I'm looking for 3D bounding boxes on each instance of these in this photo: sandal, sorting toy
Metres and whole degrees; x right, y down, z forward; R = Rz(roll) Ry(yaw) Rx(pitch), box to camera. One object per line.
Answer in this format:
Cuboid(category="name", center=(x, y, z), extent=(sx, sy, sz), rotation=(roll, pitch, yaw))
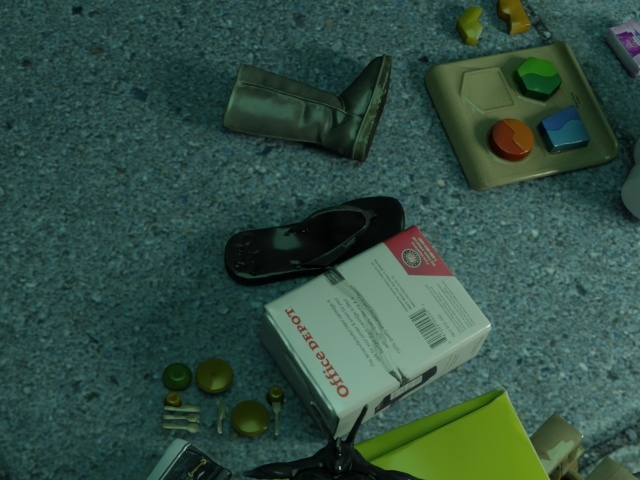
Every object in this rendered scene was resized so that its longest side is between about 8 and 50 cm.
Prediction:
Cuboid(category="sandal", center=(0.000, 0.001, 1.677), extent=(0.254, 0.054, 0.097), rotation=(-17, 65, -15))
Cuboid(category="sorting toy", center=(0.273, -0.226, 1.836), extent=(0.229, 0.041, 0.307), rotation=(-14, 65, -14))

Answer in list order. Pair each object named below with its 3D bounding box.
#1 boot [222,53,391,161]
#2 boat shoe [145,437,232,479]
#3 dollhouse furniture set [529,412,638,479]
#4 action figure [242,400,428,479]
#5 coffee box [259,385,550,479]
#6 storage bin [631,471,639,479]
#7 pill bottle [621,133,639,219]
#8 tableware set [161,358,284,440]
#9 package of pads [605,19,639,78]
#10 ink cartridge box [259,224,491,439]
Cuboid(category="boot", center=(-0.015, -0.208, 1.786), extent=(0.208, 0.076, 0.190), rotation=(15, 59, 9))
Cuboid(category="boat shoe", center=(-0.179, 0.322, 1.480), extent=(0.083, 0.065, 0.183), rotation=(28, 62, 10))
Cuboid(category="dollhouse furniture set", center=(0.294, 0.356, 1.410), extent=(0.161, 0.212, 0.242), rotation=(-43, 60, -15))
Cuboid(category="action figure", center=(0.009, 0.282, 1.105), extent=(0.164, 0.141, 0.276), rotation=(4, 79, 1))
Cuboid(category="coffee box", center=(0.085, 0.405, 1.312), extent=(0.338, 0.334, 0.338), rotation=(-18, 66, -15))
Cuboid(category="storage bin", center=(0.403, 0.307, 1.522), extent=(0.091, 0.135, 0.098), rotation=(-10, 64, -1))
Cuboid(category="pill bottle", center=(0.510, -0.132, 1.762), extent=(0.131, 0.131, 0.229), rotation=(30, 63, 9))
Cuboid(category="tableware set", center=(-0.122, 0.197, 1.579), extent=(0.154, 0.024, 0.104), rotation=(3, 59, -4))
Cuboid(category="package of pads", center=(0.467, -0.285, 1.895), extent=(0.050, 0.032, 0.083), rotation=(-22, 67, -19))
Cuboid(category="ink cartridge box", center=(0.065, 0.115, 1.597), extent=(0.237, 0.100, 0.172), rotation=(-28, 69, -20))
